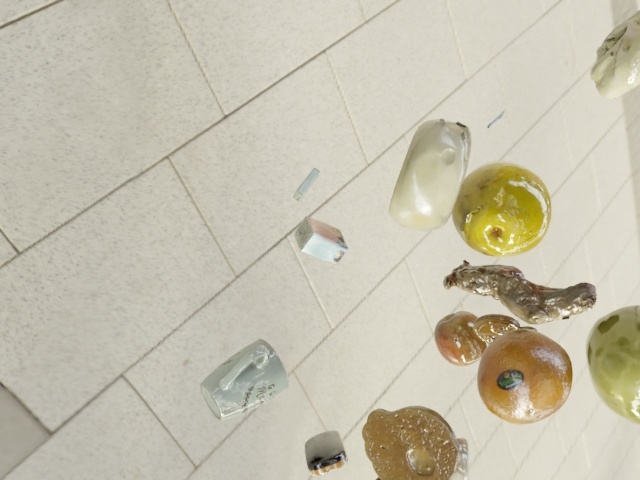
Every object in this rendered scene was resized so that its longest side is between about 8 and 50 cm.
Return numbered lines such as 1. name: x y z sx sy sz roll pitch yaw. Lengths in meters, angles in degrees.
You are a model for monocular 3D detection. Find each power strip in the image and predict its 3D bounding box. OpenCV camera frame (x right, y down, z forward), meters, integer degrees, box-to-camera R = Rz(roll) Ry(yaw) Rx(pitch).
1. power strip: -0.025 -0.106 1.083 0.017 0.027 0.083 35 58 -1

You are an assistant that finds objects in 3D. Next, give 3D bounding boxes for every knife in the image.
1. knife: 0.548 -0.375 1.793 0.096 0.010 0.027 -41 161 -26

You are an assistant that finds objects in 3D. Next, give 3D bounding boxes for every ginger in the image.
1. ginger: 0.376 0.098 1.103 0.122 0.290 0.084 -20 114 -43

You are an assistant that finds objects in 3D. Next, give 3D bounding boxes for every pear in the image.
1. pear: 0.530 -0.093 1.674 0.336 0.284 0.285 -18 113 -61

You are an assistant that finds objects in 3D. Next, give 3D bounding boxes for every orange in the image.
1. orange: 0.433 0.292 1.230 0.206 0.206 0.206 -11 107 -39

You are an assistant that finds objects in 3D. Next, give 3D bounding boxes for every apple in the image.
1. apple: 0.728 0.274 1.287 0.262 0.262 0.263 -11 107 -39
2. apple: 0.491 0.338 1.999 0.188 0.188 0.174 -32 90 -32

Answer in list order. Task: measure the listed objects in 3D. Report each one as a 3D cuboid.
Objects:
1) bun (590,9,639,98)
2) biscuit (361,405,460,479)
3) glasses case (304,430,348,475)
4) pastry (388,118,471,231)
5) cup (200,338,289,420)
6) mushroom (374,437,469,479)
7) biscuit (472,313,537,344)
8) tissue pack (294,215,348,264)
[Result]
1. bun: 0.663 -0.407 1.221 0.116 0.210 0.237 41 30 -2
2. biscuit: 0.190 0.426 1.184 0.049 0.208 0.181 -6 78 -59
3. glasses case: 0.015 0.657 1.789 0.122 0.321 0.082 -16 84 -4
4. pastry: 0.238 -0.140 1.237 0.265 0.133 0.265 16 90 -81
5. cup: -0.236 0.418 1.763 0.234 0.186 0.258 -26 150 -30
6. mushroom: 0.254 0.669 1.537 0.224 0.313 0.398 -63 159 -61
7. biscuit: 0.457 0.230 1.391 0.124 0.175 0.026 99 12 -53
8. tissue pack: 0.000 0.000 1.186 0.094 0.074 0.059 23 116 -32
